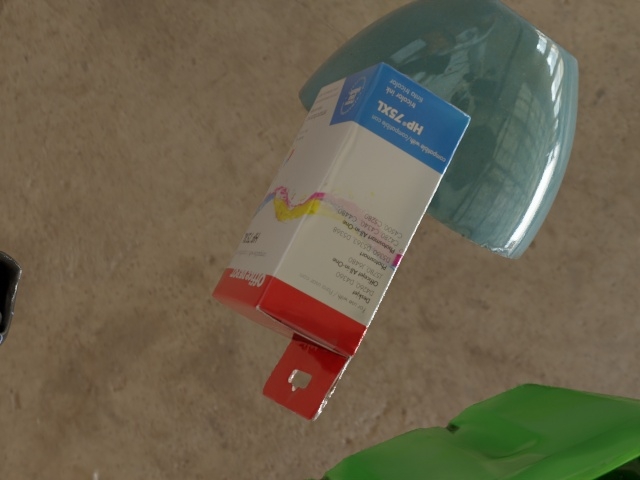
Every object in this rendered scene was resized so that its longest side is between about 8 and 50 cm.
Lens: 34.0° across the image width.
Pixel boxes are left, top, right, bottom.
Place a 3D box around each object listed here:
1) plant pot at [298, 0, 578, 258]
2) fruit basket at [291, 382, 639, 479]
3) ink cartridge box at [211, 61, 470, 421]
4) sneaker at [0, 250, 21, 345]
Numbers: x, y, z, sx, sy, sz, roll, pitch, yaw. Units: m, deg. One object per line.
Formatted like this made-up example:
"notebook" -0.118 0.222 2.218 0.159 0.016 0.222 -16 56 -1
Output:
"plant pot" 0.150 -0.146 1.081 0.290 0.290 0.195 27 108 -30
"fruit basket" 0.072 0.222 0.440 0.392 0.392 0.283 -18 108 -11
"ink cartridge box" 0.000 0.000 0.738 0.078 0.134 0.231 30 81 -16
"sneaker" -0.314 0.098 0.855 0.081 0.232 0.090 39 125 -24
